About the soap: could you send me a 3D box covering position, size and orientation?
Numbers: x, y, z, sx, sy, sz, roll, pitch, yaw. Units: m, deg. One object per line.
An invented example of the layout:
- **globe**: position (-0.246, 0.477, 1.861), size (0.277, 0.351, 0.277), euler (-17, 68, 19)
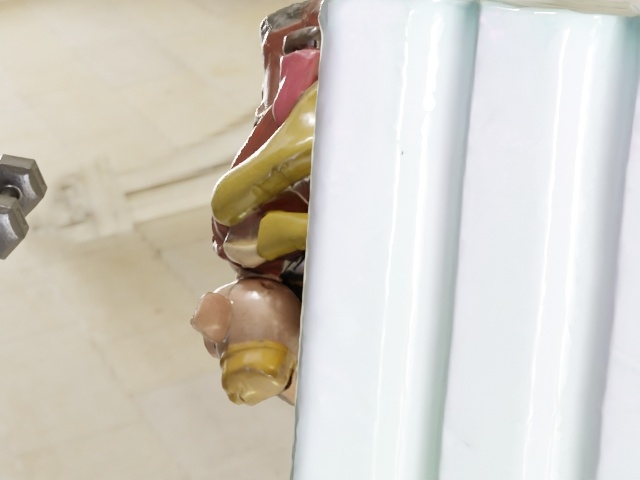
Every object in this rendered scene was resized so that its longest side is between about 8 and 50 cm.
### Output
- **soap**: position (0.082, 0.073, 0.534), size (0.095, 0.173, 0.289), euler (-22, 118, -66)

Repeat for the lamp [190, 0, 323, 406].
- **lamp**: position (0.000, 0.000, 0.811), size (0.118, 0.118, 0.253), euler (113, -10, -63)

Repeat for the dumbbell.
- **dumbbell**: position (-0.187, -0.021, 1.034), size (0.083, 0.040, 0.036), euler (-85, -173, -65)
